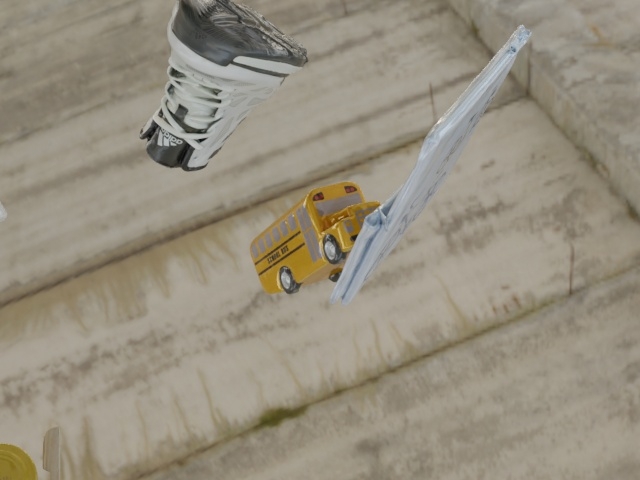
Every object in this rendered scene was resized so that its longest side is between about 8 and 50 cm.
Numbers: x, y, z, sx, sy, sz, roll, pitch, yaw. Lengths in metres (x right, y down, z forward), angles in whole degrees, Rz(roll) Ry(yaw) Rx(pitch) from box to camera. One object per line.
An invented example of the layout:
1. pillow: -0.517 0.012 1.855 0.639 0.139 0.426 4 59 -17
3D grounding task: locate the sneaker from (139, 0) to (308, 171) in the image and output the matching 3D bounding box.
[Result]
1. sneaker: -0.150 -0.191 1.310 0.169 0.447 0.257 36 -79 0

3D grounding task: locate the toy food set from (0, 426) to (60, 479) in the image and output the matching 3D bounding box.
1. toy food set: -0.447 0.352 1.309 0.218 0.071 0.128 -16 -126 -5

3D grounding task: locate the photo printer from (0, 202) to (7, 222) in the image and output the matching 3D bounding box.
1. photo printer: -0.639 -0.101 1.369 0.256 0.307 0.107 -30 -176 -4

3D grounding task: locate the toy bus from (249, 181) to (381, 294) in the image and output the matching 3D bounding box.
1. toy bus: 0.000 0.000 1.580 0.108 0.332 0.130 -14 -101 -29

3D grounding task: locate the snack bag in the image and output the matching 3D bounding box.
1. snack bag: 0.145 -0.100 1.290 0.037 0.342 0.323 35 -131 8
